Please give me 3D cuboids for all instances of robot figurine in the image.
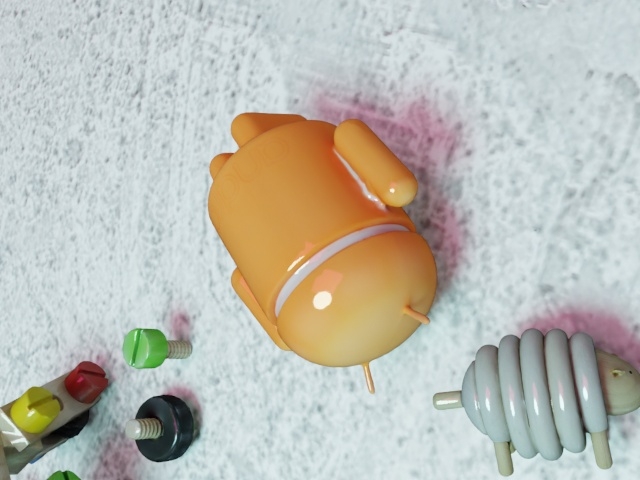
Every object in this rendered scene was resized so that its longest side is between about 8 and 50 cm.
[{"bbox_3d":[-0.001,0.001,0.602,0.158,0.128,0.219,-35,62,2],"label":"robot figurine"}]

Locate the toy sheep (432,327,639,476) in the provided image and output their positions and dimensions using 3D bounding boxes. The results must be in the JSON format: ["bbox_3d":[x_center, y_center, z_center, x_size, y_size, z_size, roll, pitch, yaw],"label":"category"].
[{"bbox_3d":[0.136,0.099,0.517,0.132,0.091,0.091,-11,76,14],"label":"toy sheep"}]

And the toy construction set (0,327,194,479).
[{"bbox_3d":[-0.283,0.230,0.691,0.309,0.237,0.257,-20,72,31],"label":"toy construction set"}]
